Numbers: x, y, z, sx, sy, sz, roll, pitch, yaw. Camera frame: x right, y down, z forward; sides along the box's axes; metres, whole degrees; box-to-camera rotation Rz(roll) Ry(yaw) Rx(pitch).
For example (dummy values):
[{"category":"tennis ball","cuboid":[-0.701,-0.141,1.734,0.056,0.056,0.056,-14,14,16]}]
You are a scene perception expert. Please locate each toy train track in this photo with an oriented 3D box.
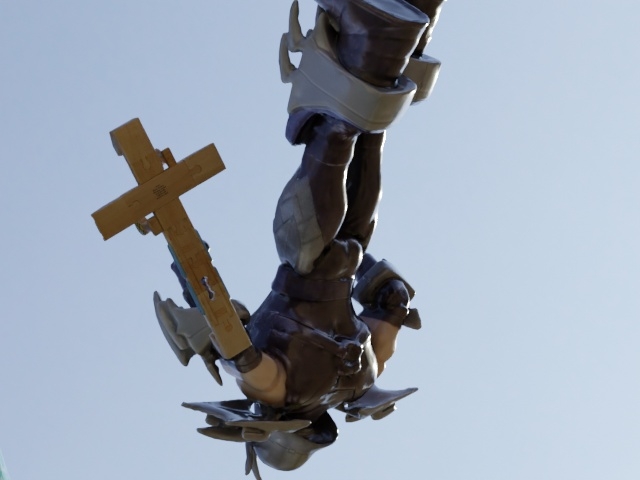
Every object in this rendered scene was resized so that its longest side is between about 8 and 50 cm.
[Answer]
[{"category":"toy train track","cuboid":[-0.046,0.000,0.583,0.048,0.014,0.083,-32,-75,-24]}]

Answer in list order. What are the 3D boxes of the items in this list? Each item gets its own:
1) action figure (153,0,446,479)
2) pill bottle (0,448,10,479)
[{"category":"action figure","cuboid":[0.000,0.000,0.971,0.185,0.099,0.285,-13,-61,-60]},{"category":"pill bottle","cuboid":[-0.218,0.033,0.715,0.146,0.264,0.146,-19,-13,-5]}]
